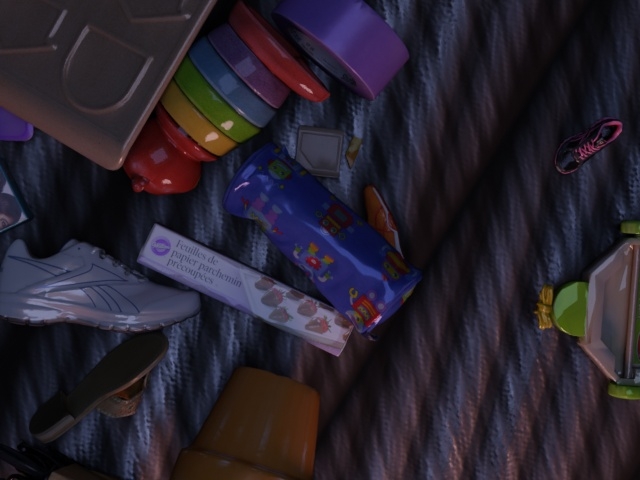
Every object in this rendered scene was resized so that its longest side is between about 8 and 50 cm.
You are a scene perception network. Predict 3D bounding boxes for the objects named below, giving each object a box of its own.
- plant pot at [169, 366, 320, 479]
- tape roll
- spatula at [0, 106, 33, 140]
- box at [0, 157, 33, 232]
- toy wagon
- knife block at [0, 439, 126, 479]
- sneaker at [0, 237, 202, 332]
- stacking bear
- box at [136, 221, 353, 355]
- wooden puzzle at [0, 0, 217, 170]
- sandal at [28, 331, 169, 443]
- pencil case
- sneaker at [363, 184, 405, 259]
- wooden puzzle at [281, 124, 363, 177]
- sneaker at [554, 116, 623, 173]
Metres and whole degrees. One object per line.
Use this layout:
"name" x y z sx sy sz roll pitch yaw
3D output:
"plant pot" -0.087 0.286 1.591 0.205 0.205 0.188 20 75 -6
"tape roll" 0.027 -0.284 1.572 0.189 0.189 0.080 39 87 -6
"spatula" -0.554 -0.185 1.597 0.297 0.030 0.084 1 91 -5
"box" -0.540 -0.022 1.590 0.244 0.060 0.100 -26 95 -4
"toy wagon" 0.485 0.103 1.695 0.345 0.068 0.267 4 92 -5
"knife block" -0.339 0.369 1.543 0.242 0.276 0.088 25 90 -36
"sneaker" -0.315 0.064 1.596 0.297 0.111 0.129 6 86 -7
"stacking bear" -0.158 -0.179 1.577 0.289 0.175 0.164 -43 124 9
"box" -0.105 0.070 1.636 0.324 0.067 0.063 26 89 -7
"wooden puzzle" -0.317 -0.314 1.560 0.322 0.080 0.347 30 94 14
"sandal" -0.300 0.225 1.630 0.240 0.088 0.079 -34 127 3
"pencil case" 0.000 0.000 1.595 0.306 0.133 0.119 42 52 5
"sneaker" 0.086 0.004 1.654 0.067 0.064 0.175 -14 91 5
"wooden puzzle" -0.001 -0.130 1.664 0.116 0.014 0.078 13 87 -6
"sneaker" 0.402 -0.144 1.681 0.119 0.057 0.047 -39 97 -2
